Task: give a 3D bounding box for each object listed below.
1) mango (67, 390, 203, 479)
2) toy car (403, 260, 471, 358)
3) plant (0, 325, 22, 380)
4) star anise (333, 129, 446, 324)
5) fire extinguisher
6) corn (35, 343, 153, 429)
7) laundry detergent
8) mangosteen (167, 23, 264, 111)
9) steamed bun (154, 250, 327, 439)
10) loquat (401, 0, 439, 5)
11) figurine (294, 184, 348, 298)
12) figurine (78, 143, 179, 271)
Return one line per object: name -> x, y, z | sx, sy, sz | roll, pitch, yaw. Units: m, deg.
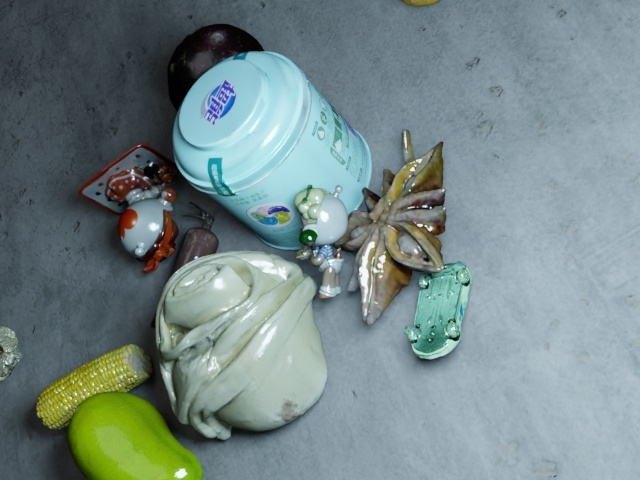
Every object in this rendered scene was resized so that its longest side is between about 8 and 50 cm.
mango -> -0.334, 0.381, 1.748 | 0.293, 0.143, 0.175 | 29, 76, 30
toy car -> 0.197, 0.117, 1.596 | 0.093, 0.058, 0.186 | -10, 48, 33
plant -> -0.708, 0.240, 2.090 | 0.104, 0.122, 0.116 | -36, 56, 26
star anise -> 0.138, -0.029, 1.677 | 0.292, 0.109, 0.349 | -43, 36, 13
fire extinguisher -> -0.264, 0.055, 1.921 | 0.089, 0.072, 0.268 | 17, 71, 3
corn -> -0.444, 0.284, 1.903 | 0.244, 0.093, 0.093 | -30, 51, 13
laundry detergent -> -0.098, -0.173, 1.795 | 0.287, 0.305, 0.287 | -16, 56, 26
mangosteen -> -0.190, -0.318, 2.020 | 0.265, 0.228, 0.228 | 44, 93, 4
steamed bun -> -0.167, 0.165, 1.702 | 0.310, 0.219, 0.324 | -18, 56, 25
loquat -> 0.195, -0.528, 1.922 | 0.141, 0.141, 0.141 | -16, 56, 26
figurine -> -0.001, -0.001, 1.688 | 0.093, 0.147, 0.197 | 7, 98, 14
figurine -> -0.358, -0.043, 2.012 | 0.183, 0.160, 0.226 | -35, 59, 12
